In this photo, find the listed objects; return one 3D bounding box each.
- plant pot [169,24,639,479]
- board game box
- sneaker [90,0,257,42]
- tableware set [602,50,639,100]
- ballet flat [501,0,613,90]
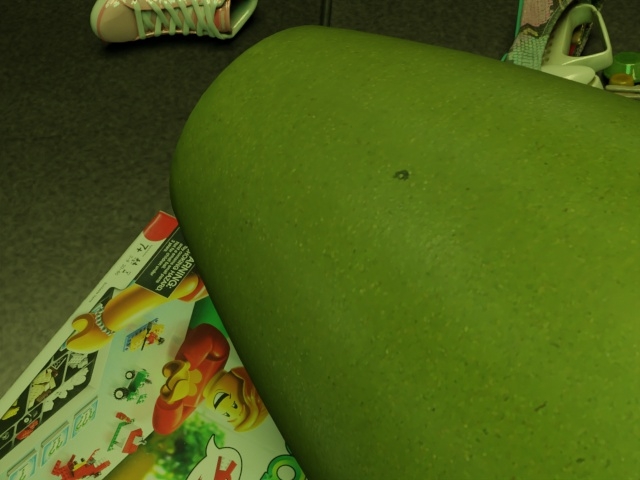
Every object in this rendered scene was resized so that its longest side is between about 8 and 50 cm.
[{"bbox_3d":[0.068,0.026,0.503,0.274,0.275,0.293,-37,59,-23],"label":"plant pot"},{"bbox_3d":[-0.095,0.136,0.588,0.193,0.053,0.305,23,57,18],"label":"board game box"},{"bbox_3d":[-0.111,-0.184,0.836,0.134,0.051,0.070,-26,51,-22],"label":"sneaker"},{"bbox_3d":[0.281,-0.108,0.763,0.154,0.024,0.104,5,37,18],"label":"tableware set"},{"bbox_3d":[0.168,-0.121,0.758,0.079,0.077,0.222,0,47,26],"label":"ballet flat"}]
